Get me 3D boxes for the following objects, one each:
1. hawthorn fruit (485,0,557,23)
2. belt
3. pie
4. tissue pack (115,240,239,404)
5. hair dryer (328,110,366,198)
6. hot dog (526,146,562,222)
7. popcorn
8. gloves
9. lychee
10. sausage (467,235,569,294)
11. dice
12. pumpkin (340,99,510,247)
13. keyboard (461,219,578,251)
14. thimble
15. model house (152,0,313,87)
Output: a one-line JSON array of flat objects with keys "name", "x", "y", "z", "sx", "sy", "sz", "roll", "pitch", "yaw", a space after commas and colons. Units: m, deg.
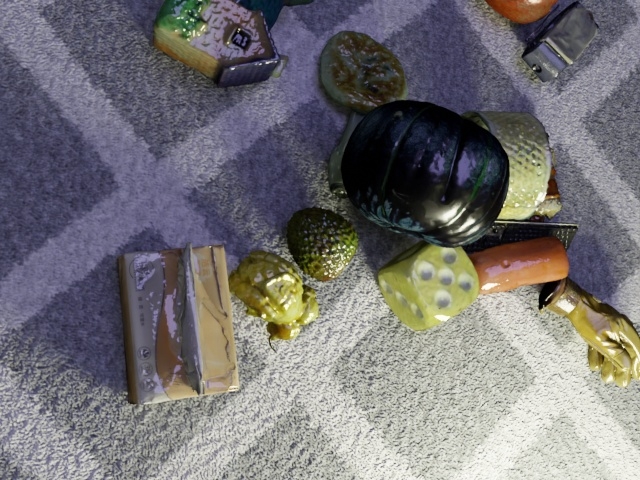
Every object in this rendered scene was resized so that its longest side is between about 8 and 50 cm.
[{"name": "hawthorn fruit", "x": 0.503, "y": -0.691, "z": 2.075, "sx": 0.262, "sy": 0.210, "sz": 0.211, "roll": 29, "pitch": 71, "yaw": 1}, {"name": "belt", "x": 0.630, "y": -0.536, "z": 2.119, "sx": 0.126, "sy": 0.139, "sz": 0.230, "roll": 46, "pitch": 70, "yaw": -8}, {"name": "pie", "x": 0.103, "y": -0.399, "z": 1.920, "sx": 0.240, "sy": 0.054, "sz": 0.241, "roll": 9, "pitch": 62, "yaw": -18}, {"name": "tissue pack", "x": -0.280, "y": 0.162, "z": 1.595, "sx": 0.238, "sy": 0.238, "sz": 0.306, "roll": -3, "pitch": 81, "yaw": -21}, {"name": "hair dryer", "x": 0.131, "y": -0.197, "z": 1.915, "sx": 0.267, "sy": 0.092, "sz": 0.229, "roll": 8, "pitch": 71, "yaw": -34}, {"name": "hot dog", "x": 0.538, "y": -0.141, "z": 2.038, "sx": 0.146, "sy": 0.103, "sz": 0.213, "roll": 4, "pitch": 68, "yaw": 1}, {"name": "popcorn", "x": -0.107, "y": 0.120, "z": 1.717, "sx": 0.195, "sy": 0.168, "sz": 0.174, "roll": 56, "pitch": 47, "yaw": -44}, {"name": "gloves", "x": 0.696, "y": 0.222, "z": 2.000, "sx": 0.331, "sy": 0.154, "sz": 0.141, "roll": 44, "pitch": 70, "yaw": -1}, {"name": "lychee", "x": 0.000, "y": 0.000, "z": 1.770, "sx": 0.171, "sy": 0.171, "sz": 0.171, "roll": 4, "pitch": 79, "yaw": -20}, {"name": "sausage", "x": 0.467, "y": 0.063, "z": 1.949, "sx": 0.259, "sy": 0.113, "sz": 0.114, "roll": -10, "pitch": 84, "yaw": -9}, {"name": "dice", "x": 0.248, "y": 0.096, "z": 1.840, "sx": 0.169, "sy": 0.166, "sz": 0.169, "roll": -33, "pitch": 92, "yaw": -22}, {"name": "pumpkin", "x": 0.220, "y": -0.137, "z": 1.695, "sx": 0.363, "sy": 0.363, "sz": 0.266, "roll": 23, "pitch": 84, "yaw": -15}, {"name": "keyboard", "x": 0.494, "y": -0.005, "z": 1.994, "sx": 0.316, "sy": 0.106, "sz": 0.027, "roll": 1, "pitch": 41, "yaw": -19}, {"name": "thimble", "x": 0.413, "y": -0.180, "z": 1.907, "sx": 0.150, "sy": 0.271, "sz": 0.271, "roll": -1, "pitch": 80, "yaw": -18}, {"name": "model house", "x": -0.173, "y": -0.496, "z": 1.748, "sx": 0.280, "sy": 0.245, "sz": 0.312, "roll": 29, "pitch": 81, "yaw": -10}]
